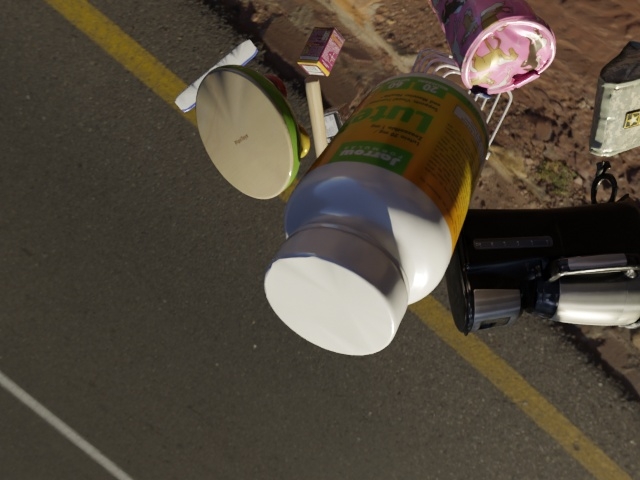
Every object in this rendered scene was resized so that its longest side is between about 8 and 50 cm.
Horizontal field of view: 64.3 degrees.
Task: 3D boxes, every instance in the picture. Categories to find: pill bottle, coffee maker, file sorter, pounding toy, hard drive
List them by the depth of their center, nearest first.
[{"bbox_3d":[0.053,-0.030,0.434,0.137,0.245,0.136,17,137,17],"label":"pill bottle"},{"bbox_3d":[0.220,0.011,0.526,0.178,0.171,0.120,-1,134,4],"label":"coffee maker"},{"bbox_3d":[-0.053,-0.156,0.694,0.237,0.110,0.182,18,130,36],"label":"pounding toy"},{"bbox_3d":[-0.256,-0.401,1.243,0.210,0.318,0.040,-39,111,2],"label":"hard drive"},{"bbox_3d":[0.328,-0.354,1.279,0.193,0.277,0.173,14,119,-10],"label":"file sorter"}]

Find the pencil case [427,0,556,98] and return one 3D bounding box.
[{"bbox_3d":[0.282,-0.436,0.942,0.160,0.386,0.167,-5,144,-9],"label":"pencil case"}]

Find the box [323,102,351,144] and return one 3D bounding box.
[{"bbox_3d":[0.082,-0.274,1.634,0.077,0.242,0.307,-14,108,16],"label":"box"}]

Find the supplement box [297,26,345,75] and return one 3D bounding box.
[{"bbox_3d":[0.001,-0.370,0.997,0.055,0.043,0.083,21,84,39],"label":"supplement box"}]

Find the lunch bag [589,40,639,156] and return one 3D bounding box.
[{"bbox_3d":[0.882,-0.400,1.461,0.169,0.287,0.235,28,147,38],"label":"lunch bag"}]
